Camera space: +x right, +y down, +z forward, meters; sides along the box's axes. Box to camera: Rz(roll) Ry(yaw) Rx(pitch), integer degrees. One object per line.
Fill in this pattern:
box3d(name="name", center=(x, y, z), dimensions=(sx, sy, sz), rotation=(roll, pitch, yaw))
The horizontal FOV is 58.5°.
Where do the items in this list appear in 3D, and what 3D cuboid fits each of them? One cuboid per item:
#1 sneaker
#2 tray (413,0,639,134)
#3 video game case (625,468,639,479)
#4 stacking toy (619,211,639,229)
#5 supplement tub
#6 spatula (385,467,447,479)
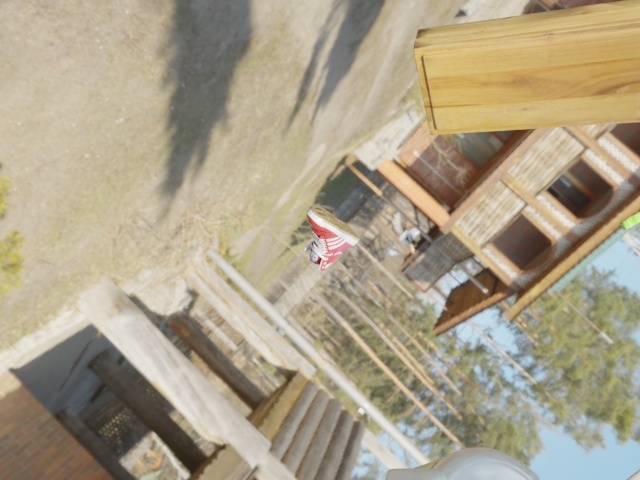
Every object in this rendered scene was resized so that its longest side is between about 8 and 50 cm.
box3d(name="sneaker", center=(0.000, 0.000, 0.714), dimensions=(0.067, 0.042, 0.118), rotation=(-42, 151, 10))
box3d(name="tray", center=(0.390, -0.299, 1.030), dimensions=(0.203, 0.410, 0.076), rotation=(65, 33, -45))
box3d(name="video game case", center=(0.512, 0.395, 0.902), dimensions=(0.201, 0.023, 0.183), rotation=(-41, 136, 5))
box3d(name="stacking toy", center=(0.694, -0.009, 1.050), dimensions=(0.221, 0.167, 0.052), rotation=(-28, 172, 19))
box3d(name="supplement tub", center=(0.235, 0.501, 0.987), dimensions=(0.235, 0.235, 0.325), rotation=(-45, 168, -27))
box3d(name="spatula", center=(0.053, 0.378, 0.723), dimensions=(0.019, 0.241, 0.168), rotation=(94, -7, -59))
